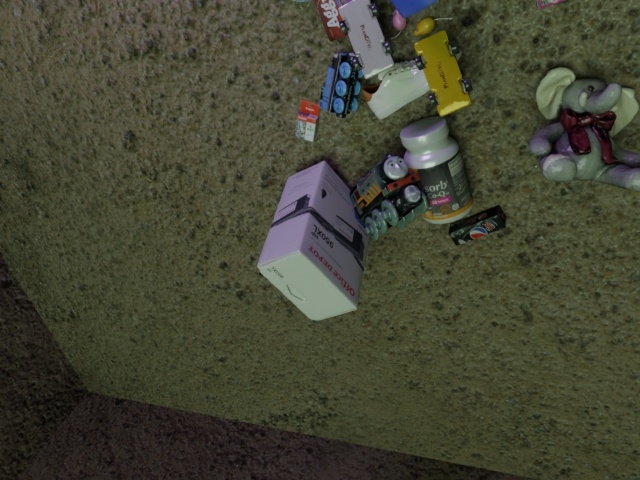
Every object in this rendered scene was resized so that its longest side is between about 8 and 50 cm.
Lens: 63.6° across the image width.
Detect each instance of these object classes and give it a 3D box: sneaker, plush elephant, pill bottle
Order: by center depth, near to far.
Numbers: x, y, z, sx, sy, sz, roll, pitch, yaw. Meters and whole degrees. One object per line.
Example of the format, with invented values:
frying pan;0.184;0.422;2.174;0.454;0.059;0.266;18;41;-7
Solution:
plush elephant;0.645;-0.277;1.245;0.272;0.330;0.255;8;106;0
sneaker;0.229;-0.439;1.368;0.290;0.106;0.123;-29;114;37
pill bottle;0.330;-0.199;1.475;0.162;0.162;0.278;-9;122;28

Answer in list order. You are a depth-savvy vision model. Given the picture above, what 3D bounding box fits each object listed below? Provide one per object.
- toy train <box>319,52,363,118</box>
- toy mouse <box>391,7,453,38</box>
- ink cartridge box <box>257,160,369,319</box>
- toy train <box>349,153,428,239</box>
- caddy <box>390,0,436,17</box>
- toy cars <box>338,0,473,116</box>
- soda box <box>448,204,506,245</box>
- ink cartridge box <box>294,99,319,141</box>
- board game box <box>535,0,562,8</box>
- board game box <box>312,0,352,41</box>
toy train;0.058;-0.438;1.447;0.105;0.080;0.184;38;131;37
toy mouse;0.229;-0.581;1.309;0.161;0.031;0.143;-21;115;34
ink cartridge box;0.000;0.000;1.580;0.166;0.394;0.285;-21;128;33
toy train;0.190;-0.124;1.511;0.190;0.142;0.334;64;165;7
caddy;0.252;-0.648;1.107;0.341;0.241;0.179;-26;118;29
toy cars;0.210;-0.452;1.267;0.394;0.087;0.176;30;110;10
soda box;0.485;-0.045;1.597;0.169;0.060;0.053;-24;114;34
ink cartridge box;-0.041;-0.367;1.586;0.063;0.029;0.115;18;131;9
board game box;0.536;-0.678;1.069;0.224;0.097;0.303;-10;120;28
board game box;0.029;-0.652;1.282;0.145;0.027;0.281;-3;126;39
